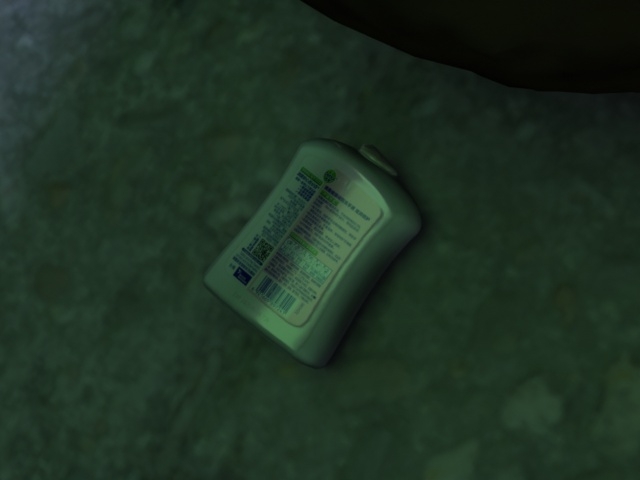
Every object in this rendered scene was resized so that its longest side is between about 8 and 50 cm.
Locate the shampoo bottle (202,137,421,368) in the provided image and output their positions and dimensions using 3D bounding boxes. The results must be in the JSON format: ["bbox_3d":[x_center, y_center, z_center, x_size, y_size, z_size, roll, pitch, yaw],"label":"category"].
[{"bbox_3d":[0.000,0.000,0.847,0.072,0.043,0.099,37,93,24],"label":"shampoo bottle"}]

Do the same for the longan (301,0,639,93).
[{"bbox_3d":[0.104,-0.248,0.692,0.391,0.391,0.391,-5,77,22],"label":"longan"}]
